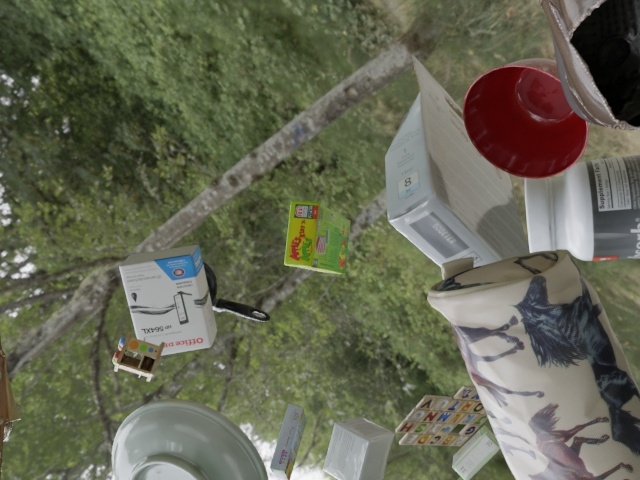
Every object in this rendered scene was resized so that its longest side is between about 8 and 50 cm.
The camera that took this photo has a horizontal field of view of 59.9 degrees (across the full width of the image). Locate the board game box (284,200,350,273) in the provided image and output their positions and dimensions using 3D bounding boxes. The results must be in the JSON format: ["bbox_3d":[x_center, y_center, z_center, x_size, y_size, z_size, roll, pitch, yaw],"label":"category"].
[{"bbox_3d":[0.000,0.000,0.856,0.181,0.043,0.092,21,-105,-71],"label":"board game box"}]

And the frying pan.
[{"bbox_3d":[-0.292,0.125,1.394,0.053,0.325,0.197,101,166,-56],"label":"frying pan"}]

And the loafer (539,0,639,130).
[{"bbox_3d":[0.262,-0.258,0.507,0.366,0.133,0.130,55,-159,-25],"label":"loafer"}]

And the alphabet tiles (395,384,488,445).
[{"bbox_3d":[0.282,0.384,1.209,0.237,0.198,0.009,14,-149,-32],"label":"alphabet tiles"}]

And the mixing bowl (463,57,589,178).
[{"bbox_3d":[0.310,-0.192,0.803,0.181,0.098,0.181,31,149,21],"label":"mixing bowl"}]

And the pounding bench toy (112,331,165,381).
[{"bbox_3d":[-0.288,0.184,0.866,0.065,0.083,0.052,21,-122,-13],"label":"pounding bench toy"}]

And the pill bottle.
[{"bbox_3d":[0.614,-0.065,1.131,0.210,0.362,0.210,-5,-90,-68],"label":"pill bottle"}]

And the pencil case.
[{"bbox_3d":[0.262,0.201,0.608,0.411,0.159,0.183,66,157,1],"label":"pencil case"}]

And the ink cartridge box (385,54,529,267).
[{"bbox_3d":[0.232,-0.103,0.959,0.308,0.091,0.385,37,-143,-31],"label":"ink cartridge box"}]

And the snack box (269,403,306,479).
[{"bbox_3d":[-0.069,0.447,1.226,0.100,0.037,0.141,86,-162,-55],"label":"snack box"}]

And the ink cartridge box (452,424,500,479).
[{"bbox_3d":[0.352,0.572,1.392,0.056,0.235,0.171,45,-178,19],"label":"ink cartridge box"}]

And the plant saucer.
[{"bbox_3d":[-0.315,0.559,1.251,0.400,0.400,0.100,52,-159,-3],"label":"plant saucer"}]

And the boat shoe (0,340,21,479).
[{"bbox_3d":[-0.382,0.178,0.571,0.120,0.122,0.324,55,-173,-41],"label":"boat shoe"}]

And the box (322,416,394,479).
[{"bbox_3d":[0.076,0.414,1.089,0.087,0.101,0.102,16,-178,38],"label":"box"}]

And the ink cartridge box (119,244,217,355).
[{"bbox_3d":[-0.306,0.124,1.136,0.086,0.148,0.203,-103,4,-75],"label":"ink cartridge box"}]
